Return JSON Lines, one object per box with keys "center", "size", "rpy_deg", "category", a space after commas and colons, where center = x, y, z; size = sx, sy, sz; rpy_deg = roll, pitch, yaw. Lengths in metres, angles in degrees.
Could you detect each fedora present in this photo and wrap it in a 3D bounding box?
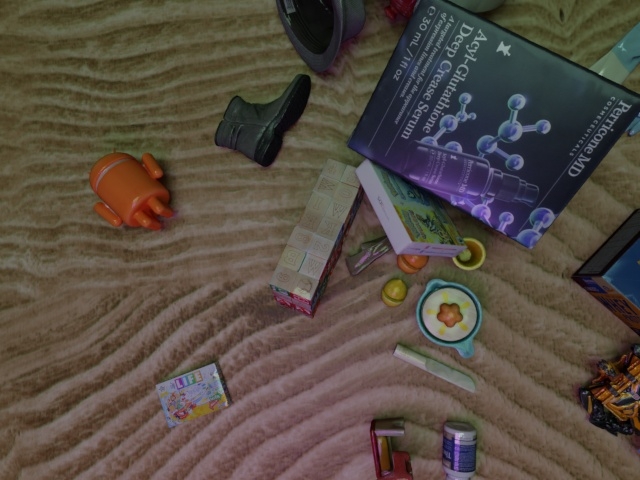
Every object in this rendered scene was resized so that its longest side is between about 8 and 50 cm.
{"center": [0.011, -0.529, 0.976], "size": [0.124, 0.243, 0.275], "rpy_deg": [-27, 74, -24], "category": "fedora"}

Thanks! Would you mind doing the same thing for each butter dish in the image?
{"center": [0.193, -0.547, 0.978], "size": [0.118, 0.160, 0.159], "rpy_deg": [-41, 76, 28], "category": "butter dish"}

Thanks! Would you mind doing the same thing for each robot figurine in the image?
{"center": [-0.446, -0.121, 1.033], "size": [0.219, 0.128, 0.158], "rpy_deg": [42, 127, 9], "category": "robot figurine"}
{"center": [0.660, 0.337, 0.839], "size": [0.291, 0.085, 0.211], "rpy_deg": [40, 107, 6], "category": "robot figurine"}

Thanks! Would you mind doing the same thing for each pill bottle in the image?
{"center": [0.287, 0.446, 0.910], "size": [0.067, 0.067, 0.120], "rpy_deg": [3, 86, 9], "category": "pill bottle"}

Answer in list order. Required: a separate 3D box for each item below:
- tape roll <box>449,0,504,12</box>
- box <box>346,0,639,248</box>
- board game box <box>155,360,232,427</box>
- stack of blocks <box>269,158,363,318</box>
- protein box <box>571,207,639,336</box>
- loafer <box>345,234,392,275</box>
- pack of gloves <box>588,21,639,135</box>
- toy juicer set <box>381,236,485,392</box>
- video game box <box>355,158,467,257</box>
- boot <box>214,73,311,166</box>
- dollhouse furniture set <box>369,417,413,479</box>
{"center": [0.247, -0.635, 0.905], "size": [0.393, 0.072, 0.391], "rpy_deg": [7, 63, -14], "category": "tape roll"}
{"center": [0.303, -0.224, 0.835], "size": [0.396, 0.212, 0.293], "rpy_deg": [31, 115, 8], "category": "box"}
{"center": [-0.295, 0.358, 1.022], "size": [0.154, 0.026, 0.103], "rpy_deg": [-22, 82, 6], "category": "board game box"}
{"center": [0.000, 0.000, 0.933], "size": [0.087, 0.171, 0.297], "rpy_deg": [21, 71, 9], "category": "stack of blocks"}
{"center": [0.661, 0.067, 0.851], "size": [0.200, 0.136, 0.201], "rpy_deg": [44, 92, 9], "category": "protein box"}
{"center": [0.115, 0.020, 0.975], "size": [0.148, 0.056, 0.050], "rpy_deg": [-40, 87, 3], "category": "loafer"}
{"center": [0.691, -0.348, 0.938], "size": [0.232, 0.046, 0.195], "rpy_deg": [-43, 92, 6], "category": "pack of gloves"}
{"center": [0.233, 0.154, 0.930], "size": [0.210, 0.089, 0.328], "rpy_deg": [3, 86, 8], "category": "toy juicer set"}
{"center": [0.181, -0.063, 0.876], "size": [0.048, 0.187, 0.205], "rpy_deg": [-47, 54, 39], "category": "video game box"}
{"center": [-0.141, -0.307, 1.030], "size": [0.161, 0.083, 0.246], "rpy_deg": [30, 89, 15], "category": "boot"}
{"center": [0.121, 0.571, 0.857], "size": [0.152, 0.201, 0.373], "rpy_deg": [-9, 85, 7], "category": "dollhouse furniture set"}
